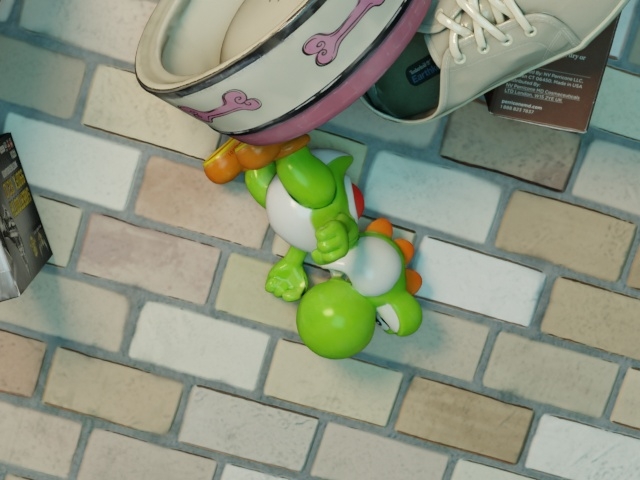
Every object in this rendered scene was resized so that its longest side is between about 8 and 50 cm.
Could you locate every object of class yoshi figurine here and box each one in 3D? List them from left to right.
[{"bbox_3d":[-0.014,0.017,1.895,0.203,0.203,0.362,-34,104,20],"label":"yoshi figurine"}]

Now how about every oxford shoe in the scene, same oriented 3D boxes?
[{"bbox_3d":[0.207,-0.266,1.670,0.449,0.130,0.169,-33,82,35],"label":"oxford shoe"}]

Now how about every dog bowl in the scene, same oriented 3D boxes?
[{"bbox_3d":[-0.031,-0.289,1.732,0.408,0.408,0.150,-43,119,5],"label":"dog bowl"}]

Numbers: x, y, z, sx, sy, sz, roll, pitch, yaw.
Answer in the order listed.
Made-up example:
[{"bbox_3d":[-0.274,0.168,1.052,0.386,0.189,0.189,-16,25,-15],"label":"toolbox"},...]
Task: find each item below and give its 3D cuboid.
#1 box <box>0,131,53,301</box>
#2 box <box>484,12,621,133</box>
[{"bbox_3d":[-0.420,-0.032,1.829,0.056,0.231,0.183,-17,101,3],"label":"box"},{"bbox_3d":[0.310,-0.350,1.791,0.143,0.191,0.381,11,112,-5],"label":"box"}]
